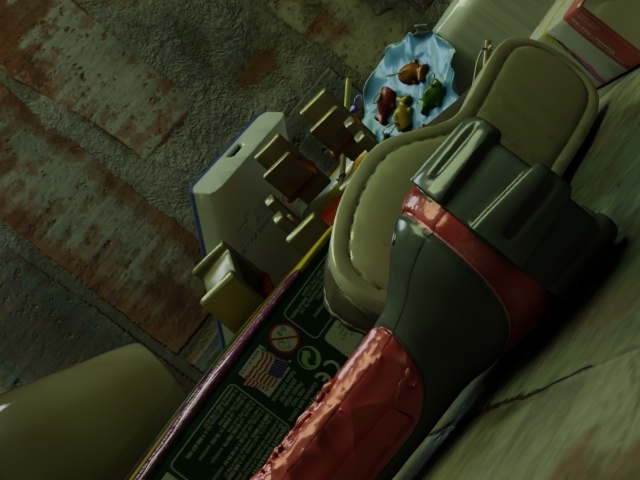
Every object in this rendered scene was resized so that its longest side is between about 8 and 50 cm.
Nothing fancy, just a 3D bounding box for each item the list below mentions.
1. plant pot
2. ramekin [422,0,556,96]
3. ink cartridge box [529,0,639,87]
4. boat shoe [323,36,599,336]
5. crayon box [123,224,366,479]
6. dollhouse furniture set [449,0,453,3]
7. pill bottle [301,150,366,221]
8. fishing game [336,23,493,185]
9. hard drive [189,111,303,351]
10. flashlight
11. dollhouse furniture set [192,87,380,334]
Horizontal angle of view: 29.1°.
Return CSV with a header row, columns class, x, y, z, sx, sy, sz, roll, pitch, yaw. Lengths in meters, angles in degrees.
class,x,y,z,sx,sy,sz,roll,pitch,yaw
plant pot,-0.261,0.268,1.359,0.280,0.323,0.323,-36,-2,-16
ramekin,0.218,-0.259,1.478,0.273,0.127,0.273,-54,4,5
ink cartridge box,0.227,-0.184,0.962,0.115,0.067,0.198,-53,2,-5
boat shoe,0.088,-0.027,0.817,0.324,0.116,0.097,-49,-5,-47
crayon box,-0.093,0.195,1.061,0.363,0.106,0.313,-53,1,-28
dollhouse furniture set,0.316,-0.575,1.831,0.362,0.256,0.394,-54,-11,-30
pill bottle,0.078,-0.070,1.540,0.208,0.117,0.117,-52,2,26
fishing game,0.095,-0.151,1.405,0.264,0.041,0.189,1,84,55
hard drive,-0.074,0.031,1.516,0.210,0.040,0.319,-55,-37,-52
flashlight,0.018,0.083,0.628,0.304,0.103,0.103,-51,5,4
dollhouse furniture set,0.000,0.000,1.318,0.259,0.135,0.262,-44,29,11
